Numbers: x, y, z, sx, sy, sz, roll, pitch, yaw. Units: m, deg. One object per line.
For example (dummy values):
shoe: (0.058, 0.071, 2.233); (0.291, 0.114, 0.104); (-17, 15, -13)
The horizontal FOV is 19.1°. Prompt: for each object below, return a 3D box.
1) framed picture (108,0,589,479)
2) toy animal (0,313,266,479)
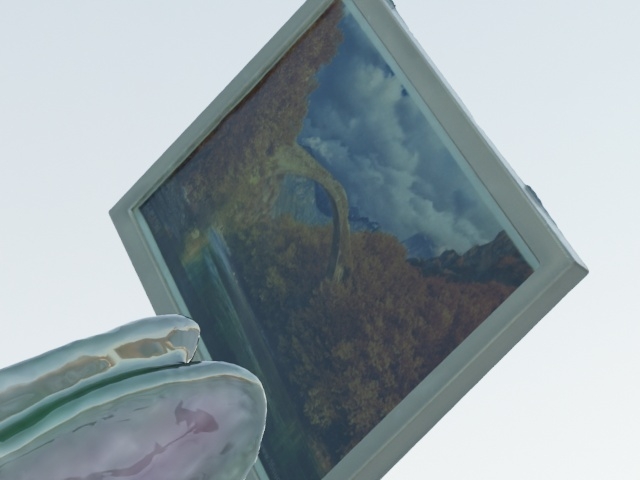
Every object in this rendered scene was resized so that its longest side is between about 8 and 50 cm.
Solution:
framed picture: (0.000, 0.000, 0.852); (0.184, 0.250, 0.016); (-45, -47, 15)
toy animal: (-0.130, 0.089, 0.390); (0.251, 0.127, 0.125); (-44, -12, 1)
